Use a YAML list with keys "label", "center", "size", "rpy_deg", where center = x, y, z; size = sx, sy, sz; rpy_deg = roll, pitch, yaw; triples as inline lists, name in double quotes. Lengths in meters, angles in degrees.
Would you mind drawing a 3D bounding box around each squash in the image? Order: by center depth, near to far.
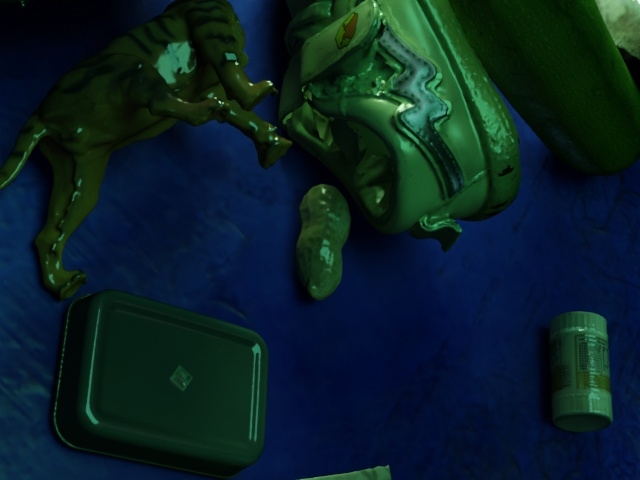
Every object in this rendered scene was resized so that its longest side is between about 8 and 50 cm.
- label: "squash"
  center: [0.171, -0.153, 0.822]
  size: [0.379, 0.101, 0.101]
  rpy_deg: [34, 49, -51]

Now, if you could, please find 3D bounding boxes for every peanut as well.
- label: "peanut"
  center: [0.000, 0.000, 0.711]
  size: [0.037, 0.037, 0.083]
  rpy_deg: [25, 62, -30]

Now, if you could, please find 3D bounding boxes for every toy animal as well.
- label: "toy animal"
  center: [-0.119, -0.067, 0.599]
  size: [0.116, 0.114, 0.255]
  rpy_deg: [44, 56, 14]

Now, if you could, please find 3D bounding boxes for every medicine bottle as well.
- label: "medicine bottle"
  center: [0.200, 0.101, 0.824]
  size: [0.047, 0.047, 0.083]
  rpy_deg: [23, 57, -31]

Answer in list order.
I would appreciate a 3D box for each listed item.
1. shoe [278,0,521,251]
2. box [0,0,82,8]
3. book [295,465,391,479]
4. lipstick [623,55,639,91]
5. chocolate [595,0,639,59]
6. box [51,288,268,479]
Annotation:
- label: "shoe"
  center: [0.039, -0.119, 0.725]
  size: [0.128, 0.140, 0.262]
  rpy_deg: [-32, 88, -38]
- label: "box"
  center: [-0.182, -0.283, 0.607]
  size: [0.359, 0.091, 0.350]
  rpy_deg: [-17, 65, -43]
- label: "book"
  center: [-0.083, 0.258, 0.520]
  size: [0.379, 0.031, 0.264]
  rpy_deg: [3, 68, -40]
- label: "lipstick"
  center: [0.365, -0.134, 1.051]
  size: [0.300, 0.081, 0.081]
  rpy_deg: [4, 68, -33]
- label: "chocolate"
  center: [0.302, -0.218, 0.959]
  size: [0.157, 0.080, 0.254]
  rpy_deg: [22, 28, -24]
- label: "box"
  center: [-0.085, 0.080, 0.601]
  size: [0.126, 0.031, 0.091]
  rpy_deg: [22, 58, -33]
